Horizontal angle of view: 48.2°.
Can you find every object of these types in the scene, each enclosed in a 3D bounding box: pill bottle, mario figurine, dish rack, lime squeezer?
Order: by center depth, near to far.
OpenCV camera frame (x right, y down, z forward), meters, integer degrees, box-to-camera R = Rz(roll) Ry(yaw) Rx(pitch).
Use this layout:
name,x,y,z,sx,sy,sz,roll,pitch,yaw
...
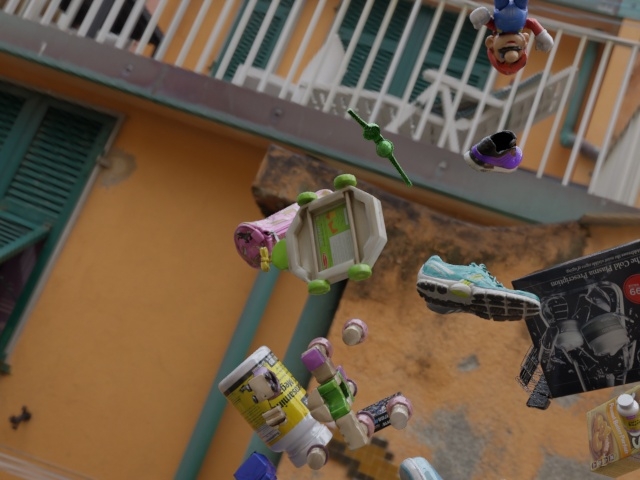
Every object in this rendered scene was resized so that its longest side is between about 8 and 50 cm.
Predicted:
name,x,y,z,sx,sy,sz,roll,pitch,yaw
pill bottle,0.643,0.360,1.489,0.043,0.043,0.083,7,-45,48
mario figurine,0.543,-0.596,2.015,0.198,0.170,0.321,30,-29,32
pill bottle,-0.125,0.488,2.089,0.334,0.188,0.188,49,-13,3
lime squeezer,0.185,-0.298,2.183,0.310,0.059,0.110,49,1,-20
dish rack,0.712,0.416,2.324,0.074,0.208,0.271,16,-24,46

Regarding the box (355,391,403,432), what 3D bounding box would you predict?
name,x,y,z,sx,sy,sz,roll,pitch,yaw
box,0.195,0.581,2.378,0.051,0.175,0.220,63,8,4

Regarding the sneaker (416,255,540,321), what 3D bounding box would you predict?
name,x,y,z,sx,sy,sz,roll,pitch,yaw
sneaker,0.351,0.098,1.578,0.275,0.110,0.107,16,-32,18

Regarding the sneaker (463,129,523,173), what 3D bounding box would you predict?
name,x,y,z,sx,sy,sz,roll,pitch,yaw
sneaker,0.631,-0.312,2.451,0.293,0.102,0.146,-11,-30,-43

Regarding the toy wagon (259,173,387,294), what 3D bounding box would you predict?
name,x,y,z,sx,sy,sz,roll,pitch,yaw
toy wagon,0.000,0.000,1.783,0.344,0.267,0.068,-22,-29,28

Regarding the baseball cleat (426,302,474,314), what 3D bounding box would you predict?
name,x,y,z,sx,sy,sz,roll,pitch,yaw
baseball cleat,0.422,0.181,2.153,0.205,0.072,0.109,3,-30,9

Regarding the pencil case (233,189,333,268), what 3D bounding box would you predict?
name,x,y,z,sx,sy,sz,roll,pitch,yaw
pencil case,-0.091,-0.043,2.307,0.167,0.160,0.386,24,36,38

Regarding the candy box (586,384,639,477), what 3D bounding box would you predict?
name,x,y,z,sx,sy,sz,roll,pitch,yaw
candy box,0.864,0.515,1.959,0.087,0.183,0.316,17,-36,-10

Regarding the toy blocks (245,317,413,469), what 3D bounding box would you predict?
name,x,y,z,sx,sy,sz,roll,pitch,yaw
toy blocks,0.034,0.373,1.764,0.289,0.308,0.260,60,6,4

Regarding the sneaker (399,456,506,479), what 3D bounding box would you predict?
name,x,y,z,sx,sy,sz,roll,pitch,yaw
sneaker,0.306,0.522,1.451,0.319,0.208,0.127,58,-13,-15

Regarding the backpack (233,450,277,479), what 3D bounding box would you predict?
name,x,y,z,sx,sy,sz,roll,pitch,yaw
backpack,-0.176,0.661,2.013,0.101,0.098,0.120,48,-4,20

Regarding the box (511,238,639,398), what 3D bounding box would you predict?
name,x,y,z,sx,sy,sz,roll,pitch,yaw
box,0.700,0.186,1.752,0.343,0.313,0.179,-23,-8,35
